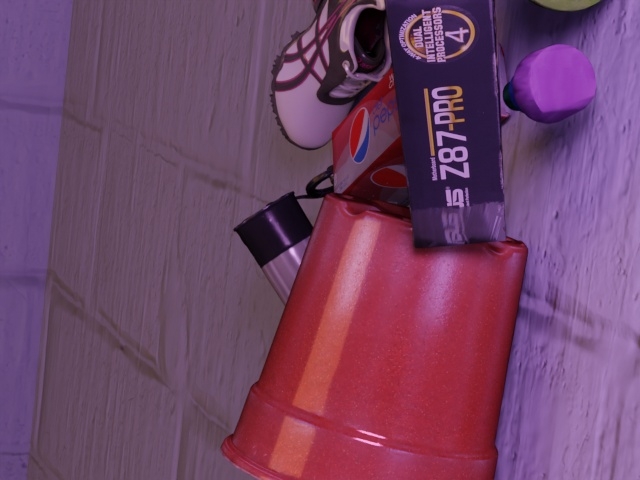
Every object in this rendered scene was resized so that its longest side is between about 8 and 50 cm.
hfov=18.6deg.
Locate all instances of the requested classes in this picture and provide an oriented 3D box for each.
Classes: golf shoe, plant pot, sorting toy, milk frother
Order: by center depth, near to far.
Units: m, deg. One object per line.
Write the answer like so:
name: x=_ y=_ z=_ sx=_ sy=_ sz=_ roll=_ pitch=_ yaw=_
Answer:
sorting toy: x=0.190 y=-0.282 z=1.747 sx=0.126 sy=0.127 sz=0.366 roll=170 pitch=103 yaw=-67
plant pot: x=0.069 y=0.105 z=1.852 sx=0.272 sy=0.272 sz=0.265 roll=-151 pitch=75 yaw=-67
golf shoe: x=0.020 y=-0.203 z=2.221 sx=0.120 sy=0.105 sz=0.273 roll=59 pitch=141 yaw=44
milk frother: x=0.000 y=0.000 z=2.255 sx=0.143 sy=0.129 sz=0.135 roll=-33 pitch=89 yaw=30

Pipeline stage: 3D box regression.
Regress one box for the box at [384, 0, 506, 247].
box: x=0.105 y=-0.243 z=1.723 sx=0.318 sy=0.097 sz=0.395 roll=78 pitch=-171 yaw=-51

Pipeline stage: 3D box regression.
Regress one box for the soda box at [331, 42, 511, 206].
soda box: x=0.097 y=-0.120 z=2.011 sx=0.263 sy=0.092 sz=0.083 roll=136 pitch=136 yaw=-60
